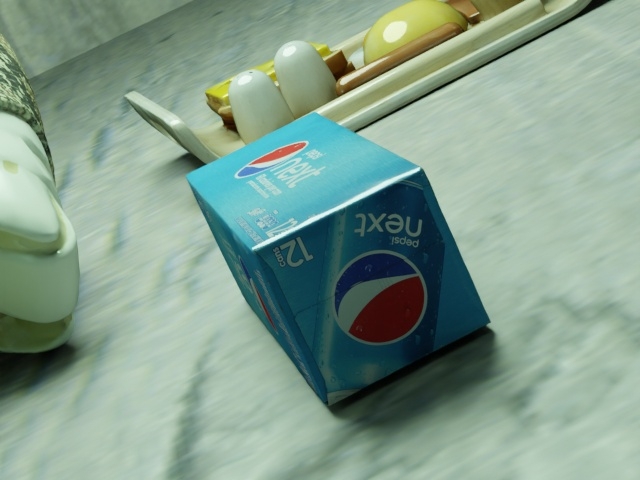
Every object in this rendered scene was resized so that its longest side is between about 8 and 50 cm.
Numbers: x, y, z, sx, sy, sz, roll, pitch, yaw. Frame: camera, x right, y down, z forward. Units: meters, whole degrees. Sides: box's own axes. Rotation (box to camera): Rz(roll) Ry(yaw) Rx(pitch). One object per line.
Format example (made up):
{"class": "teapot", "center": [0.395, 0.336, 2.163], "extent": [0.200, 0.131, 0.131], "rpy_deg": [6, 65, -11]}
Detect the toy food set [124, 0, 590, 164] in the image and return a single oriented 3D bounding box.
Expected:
{"class": "toy food set", "center": [0.022, -0.146, 1.183], "extent": [0.306, 0.092, 0.220], "rpy_deg": [-27, 14, -9]}

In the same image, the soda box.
{"class": "soda box", "center": [0.000, 0.000, 0.738], "extent": [0.071, 0.067, 0.210], "rpy_deg": [-26, 14, -6]}

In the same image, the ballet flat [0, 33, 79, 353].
{"class": "ballet flat", "center": [-0.227, 0.045, 0.862], "extent": [0.182, 0.164, 0.483], "rpy_deg": [7, 35, 27]}
